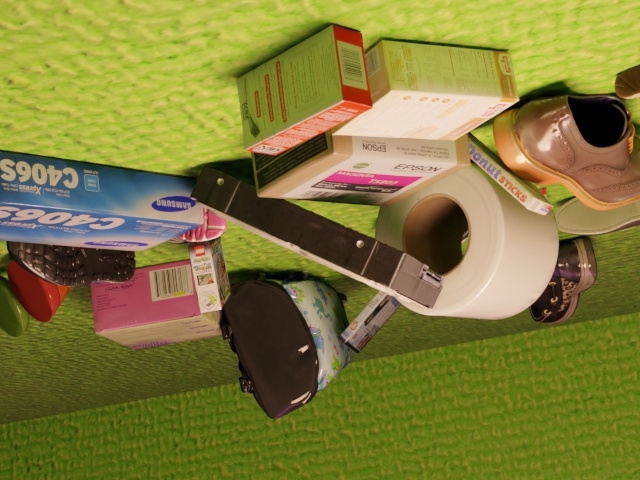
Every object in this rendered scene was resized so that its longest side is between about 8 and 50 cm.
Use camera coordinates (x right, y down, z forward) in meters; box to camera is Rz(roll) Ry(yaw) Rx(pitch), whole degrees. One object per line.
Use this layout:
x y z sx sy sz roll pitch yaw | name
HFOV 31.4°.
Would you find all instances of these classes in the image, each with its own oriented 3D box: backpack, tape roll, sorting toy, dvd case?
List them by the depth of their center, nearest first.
0.230 0.001 1.801 0.246 0.246 0.169 -19 163 38 | tape roll
-0.531 0.090 2.091 0.126 0.127 0.365 -35 -172 -36 | sorting toy
0.141 0.128 2.403 0.253 0.022 0.180 -49 164 -2 | dvd case
-0.061 0.206 2.424 0.273 0.290 0.355 -22 173 -4 | backpack

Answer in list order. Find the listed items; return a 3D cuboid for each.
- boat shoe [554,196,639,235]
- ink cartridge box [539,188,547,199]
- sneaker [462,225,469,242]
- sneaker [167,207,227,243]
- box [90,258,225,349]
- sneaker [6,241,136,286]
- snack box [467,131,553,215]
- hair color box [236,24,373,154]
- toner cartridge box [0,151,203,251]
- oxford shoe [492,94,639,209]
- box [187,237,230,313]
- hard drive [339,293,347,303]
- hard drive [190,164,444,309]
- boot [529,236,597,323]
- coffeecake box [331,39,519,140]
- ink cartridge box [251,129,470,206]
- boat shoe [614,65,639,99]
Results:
0.548 -0.052 2.106 0.227 0.081 0.069 -14 161 11 | boat shoe
0.383 -0.063 2.078 0.062 0.029 0.115 -9 166 7 | ink cartridge box
0.185 -0.017 2.065 0.178 0.072 0.077 -11 164 6 | sneaker
-0.212 -0.027 1.802 0.170 0.063 0.074 -2 176 29 | sneaker
-0.316 0.131 2.276 0.213 0.117 0.243 -10 165 7 | box
-0.432 0.033 1.858 0.124 0.107 0.283 -8 167 25 | sneaker
0.246 -0.101 1.590 0.022 0.178 0.064 -53 149 16 | snack box
-0.021 -0.168 1.296 0.053 0.093 0.167 7 161 -45 | hair color box
-0.353 -0.049 1.619 0.347 0.075 0.165 5 162 -44 | toner cartridge box
0.409 -0.130 1.632 0.363 0.130 0.132 6 154 -44 | oxford shoe
-0.185 0.051 1.912 0.036 0.114 0.207 -10 -175 1 | box
-0.010 0.140 2.680 0.094 0.022 0.135 -16 164 29 | hard drive
0.000 0.000 1.675 0.338 0.064 0.237 23 179 21 | hard drive
0.443 0.108 2.569 0.284 0.138 0.377 -7 162 -7 | boot
0.122 -0.178 1.384 0.185 0.068 0.142 0 164 -29 | coffeecake box
0.053 -0.118 1.550 0.234 0.088 0.193 3 164 -34 | ink cartridge box
0.454 -0.214 1.483 0.135 0.050 0.045 -6 174 39 | boat shoe
